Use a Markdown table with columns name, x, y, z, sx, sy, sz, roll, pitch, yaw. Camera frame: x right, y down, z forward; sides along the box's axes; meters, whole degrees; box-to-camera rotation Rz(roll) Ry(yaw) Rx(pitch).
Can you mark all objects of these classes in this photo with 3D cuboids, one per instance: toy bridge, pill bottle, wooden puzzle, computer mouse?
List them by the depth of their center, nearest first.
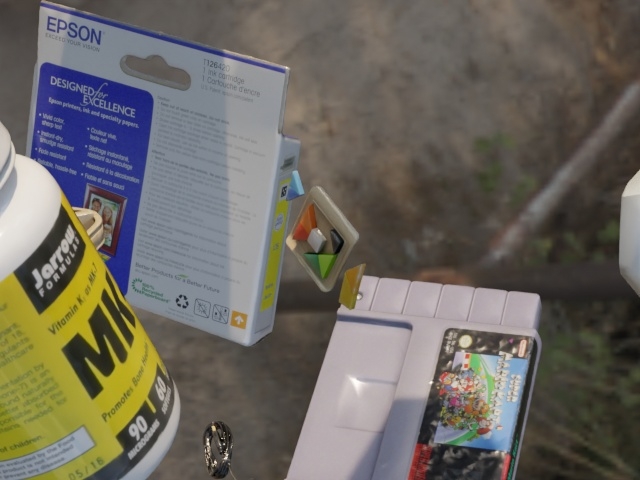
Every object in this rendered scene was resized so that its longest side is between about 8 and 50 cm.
| name | x | y | z | sx | sy | sz | roll | pitch | yaw |
| --- | --- | --- | --- | --- | --- | --- | --- | --- | --- |
| pill bottle | -0.162 | 0.033 | 0.740 | 0.119 | 0.119 | 0.208 | -58 | 136 | -39 |
| toy bridge | -0.212 | -0.008 | 1.235 | 0.063 | 0.188 | 0.026 | -12 | 107 | -17 |
| wooden puzzle | 0.000 | 0.000 | 1.306 | 0.014 | 0.116 | 0.078 | -14 | 139 | -39 |
| computer mouse | -0.109 | 0.305 | 1.889 | 0.041 | 0.242 | 0.071 | 27 | 105 | -35 |

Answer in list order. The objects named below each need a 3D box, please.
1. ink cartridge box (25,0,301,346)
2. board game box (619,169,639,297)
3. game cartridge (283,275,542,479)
| name | x | y | z | sx | sy | sz | roll | pitch | yaw |
| --- | --- | --- | --- | --- | --- | --- | --- | --- | --- |
| ink cartridge box | -0.174 | -0.075 | 1.599 | 0.072 | 0.303 | 0.307 | -27 | 131 | -62 |
| board game box | 0.326 | -0.007 | 0.410 | 0.390 | 0.050 | 0.390 | -47 | 109 | -8 |
| game cartridge | 0.100 | 0.187 | 1.580 | 0.068 | 0.230 | 0.355 | 73 | 27 | -44 |
